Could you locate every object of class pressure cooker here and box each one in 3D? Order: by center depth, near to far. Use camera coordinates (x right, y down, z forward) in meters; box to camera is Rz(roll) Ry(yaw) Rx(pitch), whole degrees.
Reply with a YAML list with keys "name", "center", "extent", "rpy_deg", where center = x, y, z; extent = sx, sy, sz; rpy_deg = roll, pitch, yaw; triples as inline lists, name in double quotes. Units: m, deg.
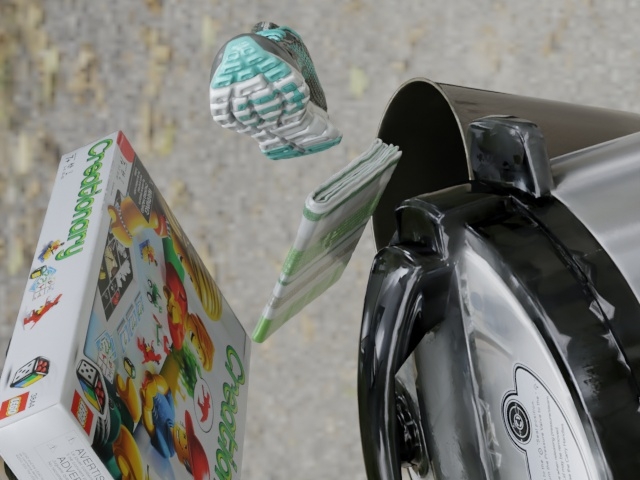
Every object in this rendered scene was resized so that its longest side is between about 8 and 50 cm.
- name: "pressure cooker"
  center: [0.226, 0.114, 1.304]
  extent: [0.375, 0.420, 0.370]
  rpy_deg: [103, 145, -55]

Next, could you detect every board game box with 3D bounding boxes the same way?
- name: "board game box"
  center: [-0.114, 0.087, 1.158]
  extent: [0.053, 0.193, 0.305]
  rpy_deg: [-22, 29, 14]

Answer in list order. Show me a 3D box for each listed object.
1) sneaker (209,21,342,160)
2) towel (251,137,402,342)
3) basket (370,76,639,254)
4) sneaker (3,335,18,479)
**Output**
- name: "sneaker"
  center: [-0.035, -0.105, 1.165]
  extent: [0.065, 0.166, 0.076]
  rpy_deg: [-15, 74, 7]
- name: "towel"
  center: [0.000, 0.000, 1.392]
  extent: [0.023, 0.113, 0.152]
  rpy_deg: [39, 134, 15]
- name: "basket"
  center: [0.177, -0.040, 1.590]
  extent: [0.154, 0.227, 0.204]
  rpy_deg: [18, 109, 58]
- name: "sneaker"
  center: [-0.177, 0.159, 1.310]
  extent: [0.235, 0.084, 0.097]
  rpy_deg: [-109, 29, -49]
